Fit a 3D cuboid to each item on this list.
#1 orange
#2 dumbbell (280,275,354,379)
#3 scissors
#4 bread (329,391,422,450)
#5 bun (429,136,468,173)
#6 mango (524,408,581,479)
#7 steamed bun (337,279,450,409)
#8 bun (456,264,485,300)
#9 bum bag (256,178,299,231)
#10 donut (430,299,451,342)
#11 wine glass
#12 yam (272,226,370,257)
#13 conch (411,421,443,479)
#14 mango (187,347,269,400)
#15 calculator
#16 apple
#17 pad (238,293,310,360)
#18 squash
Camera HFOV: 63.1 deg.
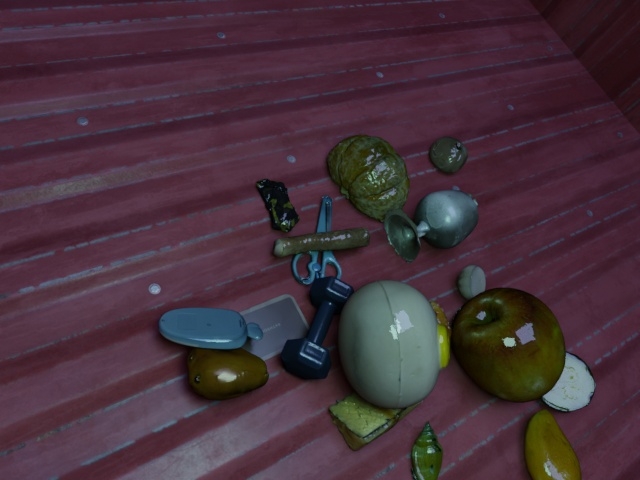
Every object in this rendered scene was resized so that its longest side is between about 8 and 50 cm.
[{"bbox_3d":[0.206,-0.273,2.009,0.271,0.210,0.368,-29,73,-30],"label":"orange"},{"bbox_3d":[-0.002,0.271,1.640,0.144,0.160,0.324,48,48,-30],"label":"dumbbell"},{"bbox_3d":[0.000,0.000,1.868,0.180,0.032,0.392,16,58,-13],"label":"scissors"},{"bbox_3d":[0.182,0.531,1.598,0.266,0.178,0.141,-24,105,-29],"label":"bread"},{"bbox_3d":[0.569,-0.383,2.273,0.167,0.113,0.173,-5,62,-25],"label":"bun"},{"bbox_3d":[0.763,0.714,1.720,0.177,0.119,0.316,7,54,-10],"label":"mango"},{"bbox_3d":[0.203,0.302,1.532,0.334,0.334,0.373,-7,100,-26],"label":"steamed bun"},{"bbox_3d":[0.560,0.161,1.975,0.138,0.094,0.138,6,82,-48],"label":"bun"},{"bbox_3d":[-0.149,-0.128,1.863,0.107,0.060,0.232,-16,66,-20],"label":"bum bag"},{"bbox_3d":[0.355,0.346,1.773,0.152,0.101,0.259,43,54,5],"label":"donut"},{"bbox_3d":[0.426,-0.067,1.965,0.323,0.238,0.238,-25,73,-27],"label":"wine glass"},{"bbox_3d":[0.008,0.006,1.801,0.357,0.081,0.081,-8,65,-25],"label":"yam"},{"bbox_3d":[0.328,0.663,1.602,0.095,0.079,0.200,12,65,6],"label":"conch"},{"bbox_3d":[-0.253,0.379,1.477,0.236,0.166,0.136,2,101,-41],"label":"mango"},{"bbox_3d":[-0.318,0.254,1.528,0.303,0.042,0.188,4,21,-17],"label":"calculator"},{"bbox_3d":[0.643,0.355,1.779,0.375,0.374,0.384,17,17,-13],"label":"apple"},{"bbox_3d":[-0.166,0.282,1.655,0.266,0.002,0.176,-20,71,-30],"label":"pad"},{"bbox_3d":[0.868,0.519,1.902,0.220,0.133,0.220,2,64,-4],"label":"squash"}]
